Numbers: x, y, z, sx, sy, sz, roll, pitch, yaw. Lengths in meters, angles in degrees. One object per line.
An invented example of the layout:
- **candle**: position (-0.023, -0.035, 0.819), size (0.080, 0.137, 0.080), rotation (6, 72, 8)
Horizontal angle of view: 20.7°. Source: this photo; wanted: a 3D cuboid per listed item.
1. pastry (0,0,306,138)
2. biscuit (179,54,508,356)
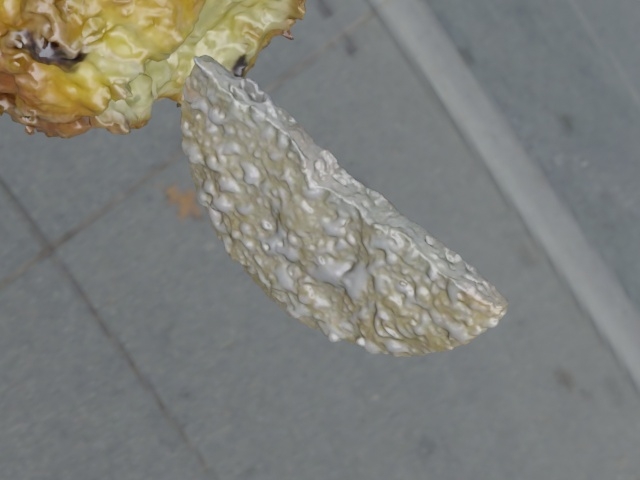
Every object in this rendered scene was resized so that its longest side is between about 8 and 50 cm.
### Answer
- **pastry**: position (-0.203, -0.249, 1.417), size (0.337, 0.292, 0.405), rotation (44, 27, 8)
- **biscuit**: position (-0.004, 0.000, 1.114), size (0.250, 0.133, 0.032), rotation (40, 45, 9)
